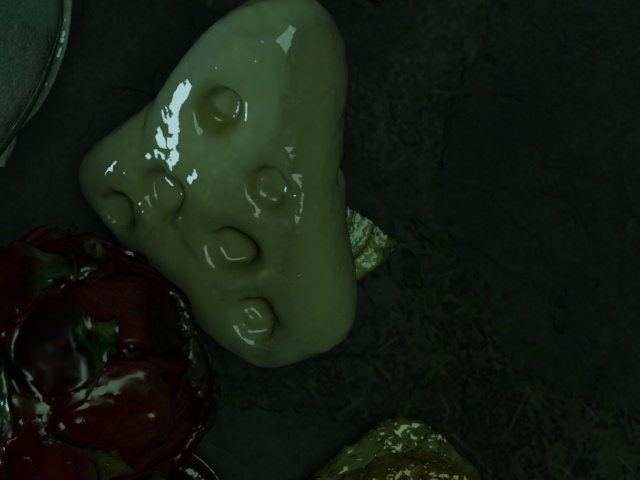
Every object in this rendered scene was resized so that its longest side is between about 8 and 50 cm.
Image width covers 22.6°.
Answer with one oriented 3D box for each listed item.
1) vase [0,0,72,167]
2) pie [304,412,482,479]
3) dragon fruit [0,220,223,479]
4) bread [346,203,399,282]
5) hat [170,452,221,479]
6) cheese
[{"bbox_3d":[-0.431,-0.106,1.637,0.250,0.250,0.445,24,87,-8],"label":"vase"},{"bbox_3d":[0.070,0.359,1.772,0.308,0.085,0.308,0,89,-9],"label":"pie"},{"bbox_3d":[-0.268,0.140,1.602,0.329,0.329,0.329,0,88,-10],"label":"dragon fruit"},{"bbox_3d":[-0.006,-0.002,1.771,0.156,0.103,0.110,35,95,0],"label":"bread"},{"bbox_3d":[-0.187,0.318,1.728,0.205,0.089,0.205,0,89,-10],"label":"hat"},{"bbox_3d":[-0.048,-0.048,1.653,0.351,0.129,0.328,-40,86,30],"label":"cheese"}]
